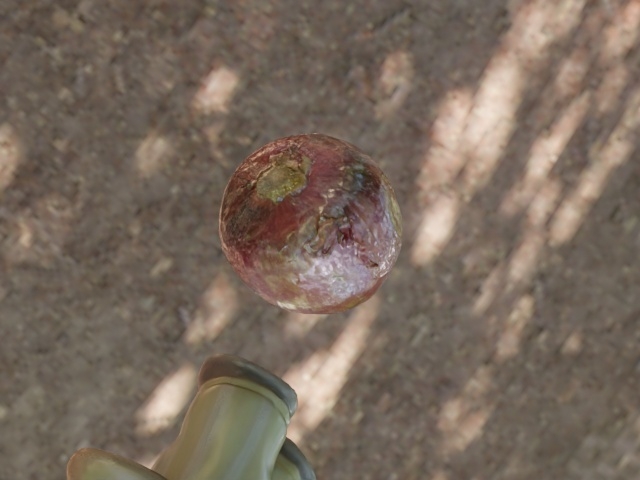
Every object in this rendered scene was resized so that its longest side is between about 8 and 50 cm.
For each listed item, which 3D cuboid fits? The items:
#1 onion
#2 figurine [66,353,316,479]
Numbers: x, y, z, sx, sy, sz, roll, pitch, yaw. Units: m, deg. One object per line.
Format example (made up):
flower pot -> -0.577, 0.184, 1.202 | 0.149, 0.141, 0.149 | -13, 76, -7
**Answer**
onion -> 0.000, 0.000, 1.402 | 0.159, 0.159, 0.195 | -47, 142, -12
figurine -> -0.092, 0.252, 0.945 | 0.248, 0.203, 0.380 | 112, -3, -51
